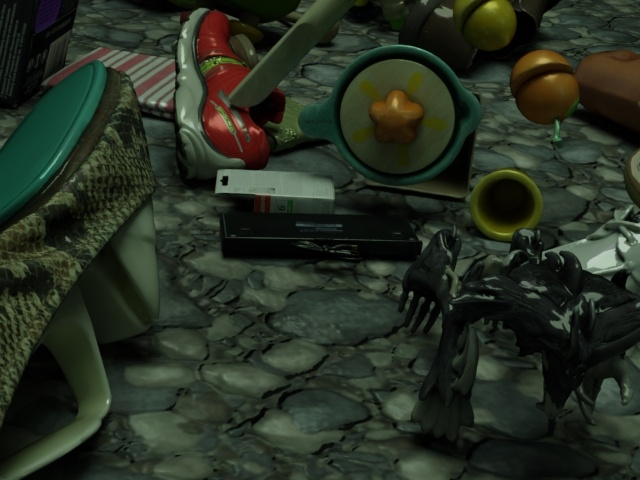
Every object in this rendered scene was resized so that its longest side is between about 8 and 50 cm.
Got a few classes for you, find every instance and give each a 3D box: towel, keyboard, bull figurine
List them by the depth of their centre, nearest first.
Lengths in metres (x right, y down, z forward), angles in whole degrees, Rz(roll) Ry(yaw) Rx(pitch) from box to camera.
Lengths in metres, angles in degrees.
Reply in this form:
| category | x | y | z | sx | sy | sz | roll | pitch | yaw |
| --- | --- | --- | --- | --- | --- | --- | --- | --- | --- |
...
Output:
| category | x | y | z | sx | sy | sz | roll | pitch | yaw |
| --- | --- | --- | --- | --- | --- | --- | --- | --- | --- |
| keyboard | 0.000 | 0.000 | 1.075 | 0.180 | 0.023 | 0.108 | 0 | 19 | -7 |
| towel | -0.059 | -0.139 | 1.356 | 0.110 | 0.027 | 0.148 | -16 | 31 | -39 |
| bull figurine | 0.432 | -0.158 | 1.398 | 0.188 | 0.101 | 0.310 | -5 | 29 | -29 |
| towel | -0.223 | -0.189 | 1.440 | 0.197 | 0.029 | 0.144 | 12 | 29 | 17 |

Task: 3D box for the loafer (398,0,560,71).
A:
| category | x | y | z | sx | sy | sz | roll | pitch | yaw |
| --- | --- | --- | --- | --- | --- | --- | --- | --- | --- |
| loafer | 0.262 | -0.319 | 1.716 | 0.130 | 0.134 | 0.366 | 42 | 49 | 19 |

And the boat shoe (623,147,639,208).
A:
| category | x | y | z | sx | sy | sz | roll | pitch | yaw |
| --- | --- | --- | --- | --- | --- | --- | --- | --- | --- |
| boat shoe | 0.430 | -0.054 | 1.203 | 0.285 | 0.089 | 0.105 | -3 | 60 | -16 |

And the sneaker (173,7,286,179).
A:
| category | x | y | z | sx | sy | sz | roll | pitch | yaw |
| --- | --- | --- | --- | --- | --- | --- | --- | --- | --- |
| sneaker | -0.097 | -0.155 | 1.283 | 0.118 | 0.107 | 0.279 | -1 | 42 | -5 |

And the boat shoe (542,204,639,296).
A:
| category | x | y | z | sx | sy | sz | roll | pitch | yaw |
| --- | --- | --- | --- | --- | --- | --- | --- | --- | --- |
| boat shoe | 0.273 | 0.009 | 1.023 | 0.258 | 0.084 | 0.095 | -7 | 28 | -24 |

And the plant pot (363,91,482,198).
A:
| category | x | y | z | sx | sy | sz | roll | pitch | yaw |
| --- | --- | --- | --- | --- | --- | --- | --- | --- | --- |
| plant pot | 0.111 | -0.112 | 1.246 | 0.109 | 0.109 | 0.096 | 9 | 13 | 9 |

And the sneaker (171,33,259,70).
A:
| category | x | y | z | sx | sy | sz | roll | pitch | yaw |
| --- | --- | --- | --- | --- | --- | --- | --- | --- | --- |
| sneaker | -0.134 | -0.231 | 1.522 | 0.071 | 0.066 | 0.188 | -22 | 27 | -15 |

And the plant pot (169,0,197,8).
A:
| category | x | y | z | sx | sy | sz | roll | pitch | yaw |
| --- | --- | --- | --- | --- | --- | --- | --- | --- | --- |
| plant pot | -0.245 | -0.498 | 1.867 | 0.276 | 0.276 | 0.254 | -15 | 43 | -36 |

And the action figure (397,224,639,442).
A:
| category | x | y | z | sx | sy | sz | roll | pitch | yaw |
| --- | --- | --- | --- | --- | --- | --- | --- | --- | --- |
| action figure | 0.144 | 0.068 | 0.820 | 0.164 | 0.141 | 0.276 | 3 | 9 | -9 |

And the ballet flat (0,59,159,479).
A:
| category | x | y | z | sx | sy | sz | roll | pitch | yaw |
| --- | --- | --- | --- | --- | --- | --- | --- | --- | --- |
| ballet flat | -0.199 | 0.040 | 0.798 | 0.164 | 0.182 | 0.483 | -32 | 17 | 23 |

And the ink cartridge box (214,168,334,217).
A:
| category | x | y | z | sx | sy | sz | roll | pitch | yaw |
| --- | --- | --- | --- | --- | --- | --- | --- | --- | --- |
| ink cartridge box | -0.045 | -0.043 | 1.151 | 0.115 | 0.029 | 0.063 | 2 | 25 | -3 |

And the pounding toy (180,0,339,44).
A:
| category | x | y | z | sx | sy | sz | roll | pitch | yaw |
| --- | --- | --- | --- | --- | --- | --- | --- | --- | --- |
| pounding toy | -0.109 | -0.322 | 1.688 | 0.236 | 0.110 | 0.183 | 23 | -2 | -39 |

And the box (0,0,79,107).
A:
| category | x | y | z | sx | sy | sz | roll | pitch | yaw |
| --- | --- | --- | --- | --- | --- | --- | --- | --- | --- |
| box | -0.443 | -0.286 | 1.405 | 0.270 | 0.143 | 0.165 | 21 | 25 | 1 |

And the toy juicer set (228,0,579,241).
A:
| category | x | y | z | sx | sy | sz | roll | pitch | yaw |
| --- | --- | --- | --- | --- | --- | --- | --- | --- | --- |
| toy juicer set | 0.088 | -0.152 | 1.117 | 0.329 | 0.209 | 0.089 | 25 | 19 | 5 |

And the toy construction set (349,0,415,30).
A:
| category | x | y | z | sx | sy | sz | roll | pitch | yaw |
| --- | --- | --- | --- | --- | --- | --- | --- | --- | --- |
| toy construction set | 0.136 | -0.433 | 1.877 | 0.215 | 0.151 | 0.328 | -19 | 16 | 7 |
